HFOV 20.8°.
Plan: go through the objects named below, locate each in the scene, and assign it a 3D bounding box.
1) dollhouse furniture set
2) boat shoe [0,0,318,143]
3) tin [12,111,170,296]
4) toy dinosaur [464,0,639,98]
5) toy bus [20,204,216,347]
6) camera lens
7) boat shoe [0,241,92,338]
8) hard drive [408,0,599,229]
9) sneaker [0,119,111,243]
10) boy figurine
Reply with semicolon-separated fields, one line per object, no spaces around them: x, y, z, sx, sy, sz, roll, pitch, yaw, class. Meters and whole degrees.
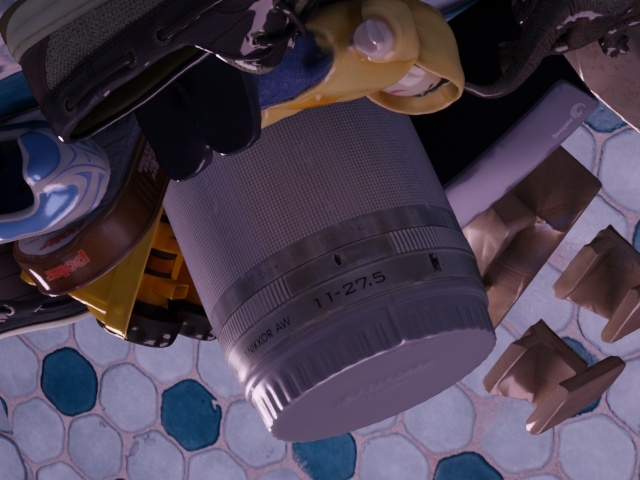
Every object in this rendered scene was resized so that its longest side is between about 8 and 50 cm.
0.249;-0.082;1.777;0.256;0.362;0.394;-19;148;-53;dollhouse furniture set
-0.036;-0.105;0.743;0.224;0.073;0.080;-21;180;26;boat shoe
-0.154;-0.037;1.210;0.106;0.040;0.189;-28;-151;27;tin
0.229;-0.208;1.434;0.314;0.121;0.160;-16;165;-31;toy dinosaur
-0.187;-0.001;1.638;0.211;0.149;0.220;19;-173;23;toy bus
0.000;0.000;1.429;0.219;0.274;0.219;-21;160;-8;camera lens
-0.317;0.023;1.934;0.340;0.127;0.113;-18;155;-38;boat shoe
0.107;-0.099;1.563;0.255;0.172;0.054;-40;143;15;hard drive
-0.249;-0.027;1.161;0.237;0.085;0.086;-19;156;31;sneaker
-0.004;-0.112;1.201;0.177;0.092;0.285;-25;175;38;boy figurine
